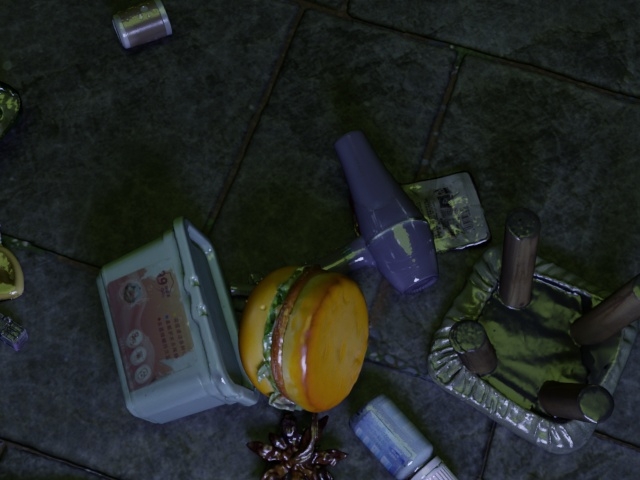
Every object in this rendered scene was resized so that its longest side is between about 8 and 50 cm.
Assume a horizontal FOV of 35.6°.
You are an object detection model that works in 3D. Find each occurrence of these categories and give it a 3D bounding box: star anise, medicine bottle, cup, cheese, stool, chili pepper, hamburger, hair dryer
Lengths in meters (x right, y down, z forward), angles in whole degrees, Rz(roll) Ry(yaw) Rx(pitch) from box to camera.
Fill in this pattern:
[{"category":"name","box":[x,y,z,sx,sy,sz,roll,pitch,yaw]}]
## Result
[{"category":"star anise","box":[-0.038,0.353,1.601,0.168,0.057,0.167,-1,74,3]},{"category":"medicine bottle","box":[0.138,0.341,1.593,0.083,0.083,0.203,-37,70,-17]},{"category":"cup","box":[-0.353,-0.431,1.938,0.099,0.074,0.102,-22,68,-11]},{"category":"cheese","box":[-0.568,0.029,1.744,0.086,0.036,0.162,-10,67,-7]},{"category":"stool","box":[0.365,0.142,1.615,0.310,0.226,0.310,28,68,9]},{"category":"chili pepper","box":[-0.646,-0.178,1.807,0.148,0.116,0.264,21,67,-4]},{"category":"hamburger","box":[-0.038,0.156,1.602,0.170,0.246,0.246,11,64,27]},{"category":"hair dryer","box":[0.000,0.000,1.727,0.361,0.121,0.301,-25,72,-1]}]

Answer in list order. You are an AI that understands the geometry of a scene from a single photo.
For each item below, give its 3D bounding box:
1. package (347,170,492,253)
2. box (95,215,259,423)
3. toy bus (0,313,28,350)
[{"category":"package","box":[0.177,-0.044,1.799,0.239,0.030,0.154,-9,67,-6]},{"category":"box","box":[-0.241,0.144,1.628,0.183,0.175,0.311,-23,67,8]},{"category":"toy bus","box":[-0.557,0.137,1.686,0.131,0.052,0.037,29,63,9]}]
